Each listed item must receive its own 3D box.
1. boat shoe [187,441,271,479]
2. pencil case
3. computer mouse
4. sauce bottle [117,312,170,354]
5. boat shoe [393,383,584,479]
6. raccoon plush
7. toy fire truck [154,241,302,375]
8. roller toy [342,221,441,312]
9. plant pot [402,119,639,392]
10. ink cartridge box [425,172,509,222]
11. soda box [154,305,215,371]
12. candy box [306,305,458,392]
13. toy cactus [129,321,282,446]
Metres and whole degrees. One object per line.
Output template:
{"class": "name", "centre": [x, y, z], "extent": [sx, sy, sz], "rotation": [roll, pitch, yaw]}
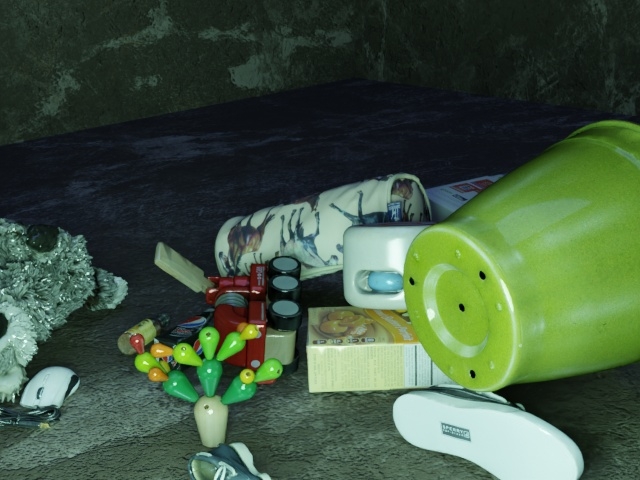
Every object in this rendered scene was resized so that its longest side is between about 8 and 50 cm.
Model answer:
{"class": "boat shoe", "centre": [-0.105, 0.316, 1.363], "extent": [0.079, 0.095, 0.254], "rotation": [-6, 17, -18]}
{"class": "pencil case", "centre": [0.000, 0.000, 2.072], "extent": [0.410, 0.160, 0.183], "rotation": [-14, 47, 26]}
{"class": "computer mouse", "centre": [-0.434, 0.237, 1.727], "extent": [0.106, 0.042, 0.193], "rotation": [-1, 18, 7]}
{"class": "sauce bottle", "centre": [-0.309, 0.162, 1.954], "extent": [0.042, 0.042, 0.128], "rotation": [5, 18, 21]}
{"class": "boat shoe", "centre": [0.241, 0.258, 1.512], "extent": [0.102, 0.108, 0.301], "rotation": [-20, 18, -40]}
{"class": "raccoon plush", "centre": [-0.471, 0.152, 1.900], "extent": [0.216, 0.299, 0.446], "rotation": [-8, -21, 34]}
{"class": "toy fire truck", "centre": [-0.155, 0.102, 1.847], "extent": [0.246, 0.158, 0.217], "rotation": [2, 30, -3]}
{"class": "roller toy", "centre": [0.131, 0.045, 1.818], "extent": [0.191, 0.146, 0.209], "rotation": [-2, 4, -15]}
{"class": "plant pot", "centre": [0.319, 0.048, 1.567], "extent": [0.353, 0.366, 0.366], "rotation": [-19, 24, -30]}
{"class": "ink cartridge box", "centre": [0.388, -0.014, 2.223], "extent": [0.272, 0.130, 0.309], "rotation": [-14, 31, -34]}
{"class": "soda box", "centre": [-0.210, 0.167, 1.893], "extent": [0.053, 0.060, 0.169], "rotation": [9, 20, 31]}
{"class": "candy box", "centre": [0.136, 0.171, 1.803], "extent": [0.316, 0.088, 0.183], "rotation": [-3, 16, 0]}
{"class": "toy cactus", "centre": [-0.160, 0.203, 1.579], "extent": [0.219, 0.180, 0.112], "rotation": [-1, 18, 2]}
